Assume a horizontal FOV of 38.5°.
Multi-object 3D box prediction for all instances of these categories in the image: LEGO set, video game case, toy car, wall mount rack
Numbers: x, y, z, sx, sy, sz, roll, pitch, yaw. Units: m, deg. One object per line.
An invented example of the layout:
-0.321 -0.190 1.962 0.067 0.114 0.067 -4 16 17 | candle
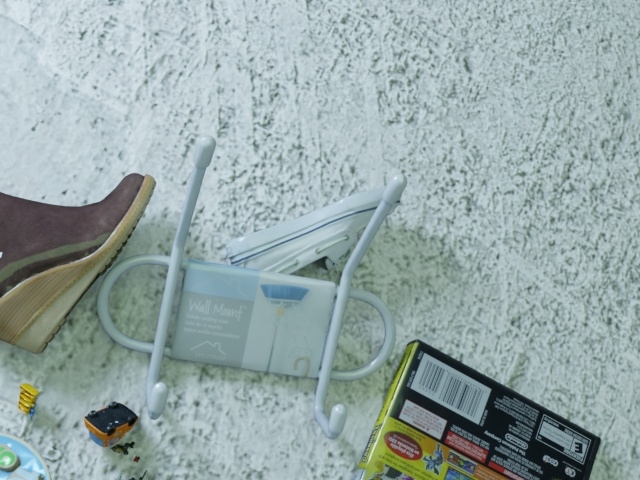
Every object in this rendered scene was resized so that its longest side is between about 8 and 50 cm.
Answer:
-0.205 0.258 0.980 0.054 0.023 0.083 24 45 -41 | LEGO set
0.180 0.289 1.088 0.275 0.035 0.248 29 67 -9 | video game case
-0.262 0.186 0.986 0.122 0.060 0.040 23 111 7 | toy car
-0.056 0.052 0.991 0.350 0.130 0.304 10 98 -15 | wall mount rack

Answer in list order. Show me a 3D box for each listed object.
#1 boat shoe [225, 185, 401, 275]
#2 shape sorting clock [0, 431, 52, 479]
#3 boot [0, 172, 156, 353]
0.000 0.000 1.104 0.226 0.083 0.076 -21 91 -10 | boat shoe
-0.356 0.263 0.864 0.206 0.040 0.206 -2 43 2 | shape sorting clock
-0.321 -0.024 0.991 0.207 0.090 0.248 37 70 -6 | boot
